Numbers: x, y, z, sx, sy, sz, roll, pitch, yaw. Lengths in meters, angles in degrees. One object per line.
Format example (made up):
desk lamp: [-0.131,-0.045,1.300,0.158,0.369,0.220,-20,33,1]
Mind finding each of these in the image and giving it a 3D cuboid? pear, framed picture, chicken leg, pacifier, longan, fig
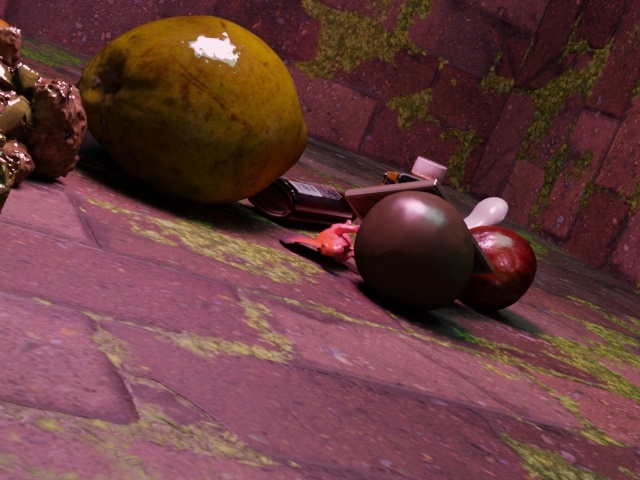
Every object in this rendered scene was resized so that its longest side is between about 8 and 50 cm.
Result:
pear: [-0.213,-0.232,1.757,0.413,0.352,0.352,7,18,-41]
framed picture: [0.179,-0.012,1.789,0.189,0.023,0.260,-5,-40,36]
chicken leg: [-0.419,-0.087,1.182,0.088,0.103,0.228,0,16,-26]
pacifier: [0.325,-0.037,2.209,0.207,0.227,0.279,-25,22,-7]
longan: [0.152,0.014,1.647,0.196,0.196,0.220,16,8,-32]
fig: [0.304,0.037,1.909,0.207,0.175,0.175,32,7,-19]

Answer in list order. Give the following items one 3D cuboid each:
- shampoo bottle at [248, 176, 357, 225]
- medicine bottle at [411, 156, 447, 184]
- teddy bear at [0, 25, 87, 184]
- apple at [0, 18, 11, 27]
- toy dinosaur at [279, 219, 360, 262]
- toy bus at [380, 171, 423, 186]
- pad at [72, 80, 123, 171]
shampoo bottle: [-0.022,-0.078,2.060,0.129,0.084,0.323,30,11,25]
medicine bottle: [0.195,-0.065,2.083,0.122,0.212,0.122,22,10,-4]
teddy bear: [-0.444,-0.199,1.404,0.222,0.246,0.296,-11,-18,-15]
apple: [-0.750,-0.441,2.235,0.146,0.146,0.146,22,10,-4]
toy dinosaur: [-0.007,0.001,1.803,0.139,0.070,0.286,-3,7,-6]
toy bus: [0.147,-0.046,1.970,0.091,0.182,0.103,19,9,-20]
pad: [-0.442,-0.233,1.970,0.315,0.063,0.375,25,29,3]
